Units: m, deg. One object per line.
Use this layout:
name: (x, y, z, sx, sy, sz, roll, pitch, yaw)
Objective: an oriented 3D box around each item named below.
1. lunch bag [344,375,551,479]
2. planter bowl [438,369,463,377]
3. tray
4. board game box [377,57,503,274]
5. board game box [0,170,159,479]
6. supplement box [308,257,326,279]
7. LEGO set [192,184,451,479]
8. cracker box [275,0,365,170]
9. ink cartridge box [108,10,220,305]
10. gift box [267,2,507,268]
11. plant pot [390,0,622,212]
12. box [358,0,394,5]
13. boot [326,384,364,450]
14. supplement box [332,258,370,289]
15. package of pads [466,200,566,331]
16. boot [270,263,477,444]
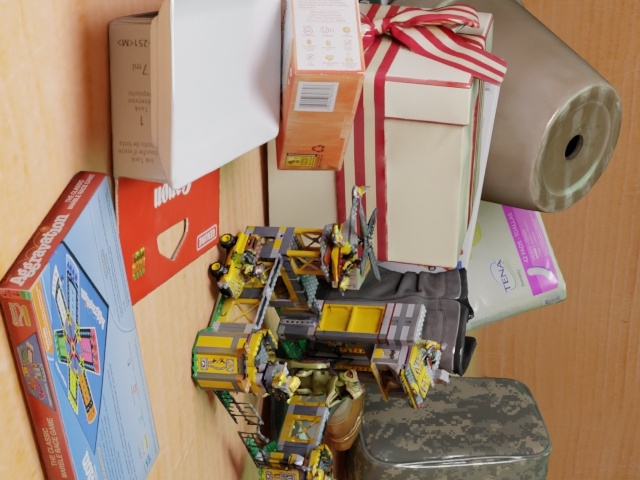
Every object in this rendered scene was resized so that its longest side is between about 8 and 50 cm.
lunch bag: (0.185, 0.358, 1.989, 0.212, 0.305, 0.256, -105, -163, -55)
planter bowl: (0.131, 0.198, 2.103, 0.109, 0.162, 0.162, 52, 37, -32)
tray: (-0.081, -0.134, 1.048, 0.270, 0.030, 0.145, -41, 134, -70)
board game box: (0.115, -0.098, 1.705, 0.053, 0.193, 0.305, -72, 170, -61)
board game box: (-0.173, 0.105, 0.995, 0.145, 0.027, 0.281, -70, 160, -52)
supplement box: (0.000, 0.000, 1.664, 0.055, 0.043, 0.083, 68, 30, -63)
LEGO set: (0.022, 0.128, 1.383, 0.255, 0.192, 0.331, -68, 151, -42)
cracker box: (-0.009, -0.202, 1.233, 0.156, 0.067, 0.232, 103, -15, -59)
ink cartridge box: (-0.106, -0.081, 1.154, 0.275, 0.060, 0.239, -43, 135, -71)
gift box: (0.074, -0.130, 1.481, 0.276, 0.255, 0.258, -74, 166, -61)
plant pot: (0.244, -0.177, 1.824, 0.323, 0.280, 0.323, -27, 134, -32)
box: (0.075, -0.420, 1.817, 0.322, 0.058, 0.232, 73, 25, -55)
boot: (0.042, 0.185, 1.858, 0.152, 0.073, 0.197, 75, 35, -53)
supplement box: (0.037, 0.003, 1.641, 0.062, 0.036, 0.098, -57, 147, -59)
package of pads: (0.245, -0.009, 2.158, 0.101, 0.229, 0.296, 48, 24, -76)
boot: (0.070, 0.142, 1.620, 0.118, 0.222, 0.338, 82, 18, -47)
